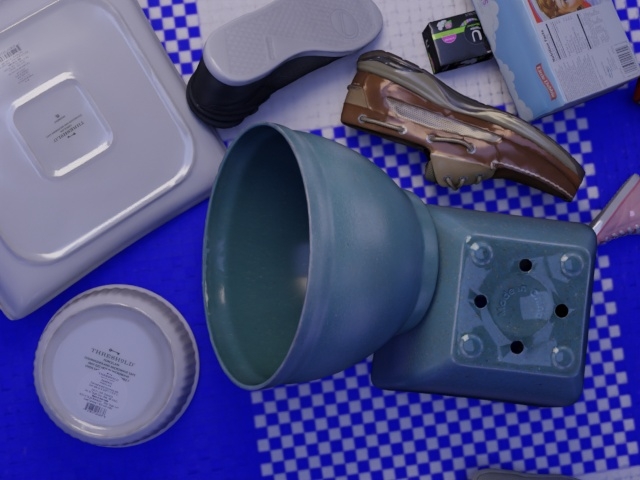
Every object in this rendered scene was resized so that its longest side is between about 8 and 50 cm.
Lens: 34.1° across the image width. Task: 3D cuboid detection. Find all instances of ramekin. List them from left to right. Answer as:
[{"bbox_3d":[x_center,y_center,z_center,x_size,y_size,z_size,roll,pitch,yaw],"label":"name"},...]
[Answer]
[{"bbox_3d":[-0.254,0.156,1.286,0.207,0.109,0.207,0,87,-5],"label":"ramekin"}]

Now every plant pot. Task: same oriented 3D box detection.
[{"bbox_3d":[0.009,0.021,1.182,0.196,0.293,0.293,4,86,-27],"label":"plant pot"},{"bbox_3d":[0.208,0.077,1.255,0.247,0.252,0.248,7,86,-3],"label":"plant pot"}]

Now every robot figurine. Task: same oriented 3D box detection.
[{"bbox_3d":[0.000,0.000,1.335,0.115,0.067,0.101,4,88,-3],"label":"robot figurine"}]

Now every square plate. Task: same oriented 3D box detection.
[{"bbox_3d":[-0.316,-0.134,1.259,0.347,0.049,0.344,-35,105,-17],"label":"square plate"}]

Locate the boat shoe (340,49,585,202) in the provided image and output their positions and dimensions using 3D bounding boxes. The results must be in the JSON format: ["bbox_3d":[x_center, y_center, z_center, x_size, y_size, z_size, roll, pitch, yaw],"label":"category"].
[{"bbox_3d":[0.174,-0.124,1.339,0.324,0.122,0.120,28,90,6],"label":"boat shoe"}]

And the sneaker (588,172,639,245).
[{"bbox_3d":[0.399,-0.019,1.374,0.070,0.051,0.134,42,78,3],"label":"sneaker"}]

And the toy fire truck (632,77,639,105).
[{"bbox_3d":[0.563,-0.176,1.295,0.302,0.254,0.169,12,86,-4],"label":"toy fire truck"}]

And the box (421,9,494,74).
[{"bbox_3d":[0.184,-0.262,1.372,0.083,0.052,0.062,-16,87,-6],"label":"box"}]

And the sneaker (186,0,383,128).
[{"bbox_3d":[-0.055,-0.237,1.334,0.295,0.147,0.104,-29,84,-36],"label":"sneaker"}]

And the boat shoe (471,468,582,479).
[{"bbox_3d":[0.291,0.352,1.345,0.233,0.084,0.079,11,124,-10],"label":"boat shoe"}]

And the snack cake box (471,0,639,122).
[{"bbox_3d":[0.286,-0.299,1.338,0.152,0.089,0.264,-21,89,-29],"label":"snack cake box"}]
